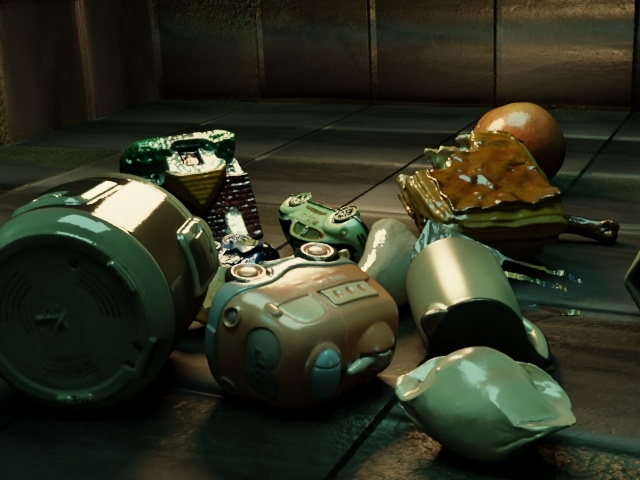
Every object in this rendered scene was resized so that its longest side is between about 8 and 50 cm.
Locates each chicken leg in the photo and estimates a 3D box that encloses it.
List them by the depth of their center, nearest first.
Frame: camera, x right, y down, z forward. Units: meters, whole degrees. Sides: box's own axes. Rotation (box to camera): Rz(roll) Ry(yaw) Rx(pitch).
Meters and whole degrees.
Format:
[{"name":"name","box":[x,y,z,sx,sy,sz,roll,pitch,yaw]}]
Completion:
[{"name":"chicken leg","box":[0.451,-0.051,2.178,0.407,0.095,0.158,14,4,38]}]

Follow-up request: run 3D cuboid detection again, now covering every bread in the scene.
[{"name":"bread","box":[0.308,-0.078,2.015,0.314,0.191,0.370,-6,35,-13]}]

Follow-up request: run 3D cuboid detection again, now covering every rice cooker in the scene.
[{"name":"rice cooker","box":[-0.340,0.062,1.531,0.335,0.335,0.325,0,17,9]}]

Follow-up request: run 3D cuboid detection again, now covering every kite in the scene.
[{"name":"kite","box":[0.309,0.069,1.752,0.310,0.015,0.169,18,49,4]}]

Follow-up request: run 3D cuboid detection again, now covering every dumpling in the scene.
[{"name":"dumpling","box":[0.213,0.208,1.288,0.250,0.132,0.162,11,26,38]}]

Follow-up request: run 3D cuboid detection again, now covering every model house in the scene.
[{"name":"model house","box":[-0.289,-0.079,2.231,0.281,0.229,0.248,-10,43,-16]}]

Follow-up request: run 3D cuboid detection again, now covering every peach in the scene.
[{"name":"peach","box":[0.494,-0.234,2.526,0.253,0.252,0.252,-3,17,1]}]

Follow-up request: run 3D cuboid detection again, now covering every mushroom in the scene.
[{"name":"mushroom","box":[0.101,0.067,1.768,0.159,0.122,0.329,26,29,18]}]

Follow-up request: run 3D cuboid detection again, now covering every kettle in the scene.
[{"name":"kettle","box":[0.253,0.120,1.552,0.240,0.165,0.255,24,15,-9]}]

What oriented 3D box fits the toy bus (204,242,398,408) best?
[{"name":"toy bus","box":[-0.015,0.144,1.477,0.288,0.194,0.232,-16,34,-39]}]

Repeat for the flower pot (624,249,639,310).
[{"name":"flower pot","box":[0.628,0.050,1.606,0.239,0.209,0.190,3,17,24]}]

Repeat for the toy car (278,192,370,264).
[{"name":"toy car","box":[0.000,0.000,2.014,0.125,0.136,0.306,-36,29,-23]}]

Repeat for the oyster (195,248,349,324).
[{"name":"oyster","box":[-0.107,0.092,1.764,0.341,0.110,0.166,-15,15,-27]}]

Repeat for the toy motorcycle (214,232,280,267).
[{"name":"toy motorcycle","box":[-0.160,0.051,1.940,0.136,0.092,0.254,10,28,10]}]
